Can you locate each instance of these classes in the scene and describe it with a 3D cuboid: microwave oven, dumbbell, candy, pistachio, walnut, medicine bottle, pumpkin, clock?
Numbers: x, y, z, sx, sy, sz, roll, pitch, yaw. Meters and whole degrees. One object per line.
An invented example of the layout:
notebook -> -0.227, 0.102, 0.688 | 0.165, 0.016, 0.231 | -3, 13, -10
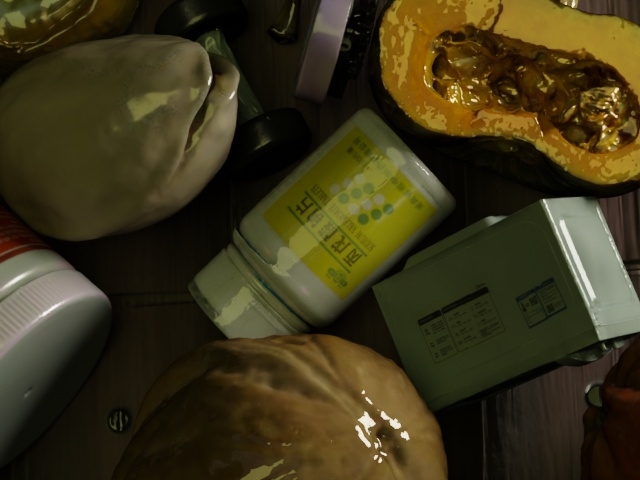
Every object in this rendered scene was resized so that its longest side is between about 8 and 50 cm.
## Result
microwave oven -> 0.181, 0.061, 1.577 | 0.208, 0.122, 0.162 | -28, 77, 32
dumbbell -> -0.091, -0.162, 1.721 | 0.100, 0.100, 0.191 | -28, 76, 7
candy -> -0.315, -0.302, 1.788 | 0.260, 0.118, 0.260 | -2, 79, 10
pistachio -> -0.207, -0.109, 1.659 | 0.332, 0.208, 0.226 | -12, 54, 48
walnut -> -0.047, 0.232, 1.529 | 0.333, 0.333, 0.333 | -2, 80, 12
medicine bottle -> -0.379, 0.080, 1.667 | 0.241, 0.252, 0.252 | 37, 90, 16
medicine bottle -> 0.000, 0.000, 1.652 | 0.258, 0.143, 0.143 | -43, 74, 4
pumpkin -> 0.210, -0.173, 1.619 | 0.317, 0.139, 0.222 | 19, 84, 9
clock -> 0.018, -0.212, 1.679 | 0.064, 0.172, 0.198 | 15, 45, -2

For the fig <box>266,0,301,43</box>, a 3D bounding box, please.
fig -> -0.047, -0.367, 1.728 | 0.217, 0.217, 0.321 | 0, 110, 13

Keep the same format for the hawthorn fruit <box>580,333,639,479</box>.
hawthorn fruit -> 0.365, 0.183, 1.491 | 0.261, 0.258, 0.258 | -5, 79, -3
